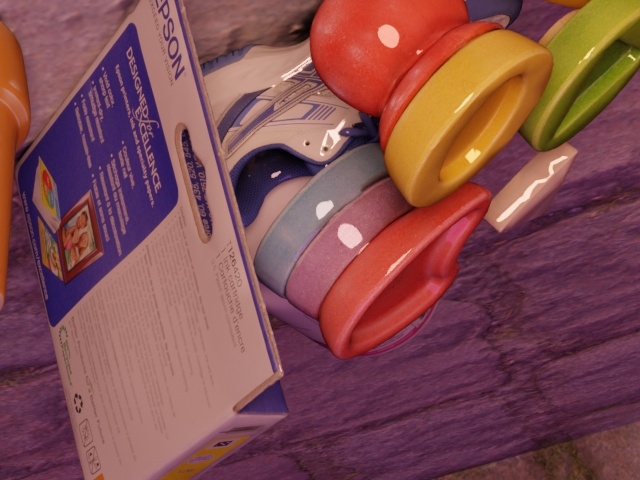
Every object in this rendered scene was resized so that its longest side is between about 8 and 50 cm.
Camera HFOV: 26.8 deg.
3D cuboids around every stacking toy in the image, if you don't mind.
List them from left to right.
[{"bbox_3d":[0.081,-0.082,0.925,0.279,0.130,0.309,-32,159,-37],"label":"stacking toy"}]

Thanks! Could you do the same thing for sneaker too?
[{"bbox_3d":[0.029,-0.105,1.015,0.296,0.131,0.112,-25,154,22],"label":"sneaker"}]

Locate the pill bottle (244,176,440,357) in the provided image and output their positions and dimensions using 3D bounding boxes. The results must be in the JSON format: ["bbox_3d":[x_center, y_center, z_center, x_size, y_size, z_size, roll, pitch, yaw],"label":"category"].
[{"bbox_3d":[0.000,0.000,1.206,0.160,0.160,0.283,-20,157,14],"label":"pill bottle"}]

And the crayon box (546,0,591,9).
[{"bbox_3d":[0.152,-0.242,0.819,0.323,0.083,0.203,3,152,-38],"label":"crayon box"}]

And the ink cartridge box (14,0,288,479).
[{"bbox_3d":[-0.115,0.010,0.971,0.072,0.304,0.307,-1,156,-37],"label":"ink cartridge box"}]

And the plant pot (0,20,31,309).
[{"bbox_3d":[-0.291,-0.035,0.909,0.205,0.188,0.205,-12,158,-5],"label":"plant pot"}]
